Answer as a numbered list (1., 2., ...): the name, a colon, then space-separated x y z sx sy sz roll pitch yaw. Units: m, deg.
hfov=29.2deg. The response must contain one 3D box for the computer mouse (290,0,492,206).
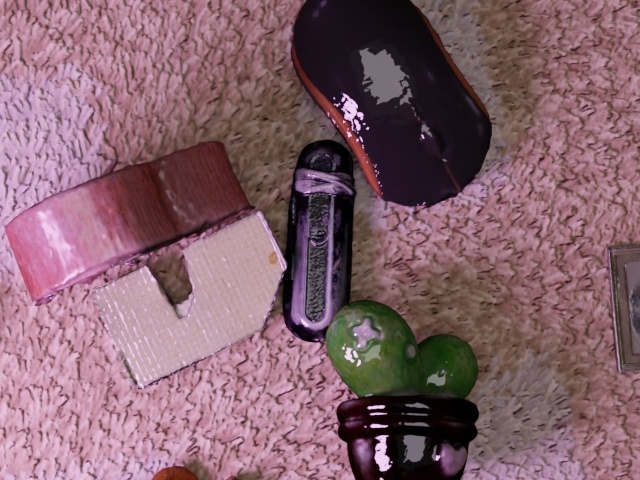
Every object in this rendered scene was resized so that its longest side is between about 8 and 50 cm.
1. computer mouse: 0.090 -0.192 1.577 0.183 0.116 0.323 -36 93 -2

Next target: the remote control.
1. remote control: 0.000 0.000 1.584 0.090 0.066 0.265 4 89 -7

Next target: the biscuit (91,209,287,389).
1. biscuit: -0.156 0.074 1.565 0.250 0.046 0.147 -27 92 1

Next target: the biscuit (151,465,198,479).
1. biscuit: -0.221 0.375 1.519 0.192 0.036 0.186 7 76 -42

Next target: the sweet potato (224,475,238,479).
1. sweet potato: -0.053 0.432 1.574 0.067 0.059 0.281 -36 91 4

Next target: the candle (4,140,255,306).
1. candle: -0.254 -0.023 1.483 0.317 0.287 0.131 -24 89 -50

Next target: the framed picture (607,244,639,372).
1. framed picture: 0.505 0.084 1.664 0.231 0.010 0.173 -5 89 -6

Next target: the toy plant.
1. toy plant: 0.103 0.198 1.540 0.218 0.175 0.235 13 69 -33
